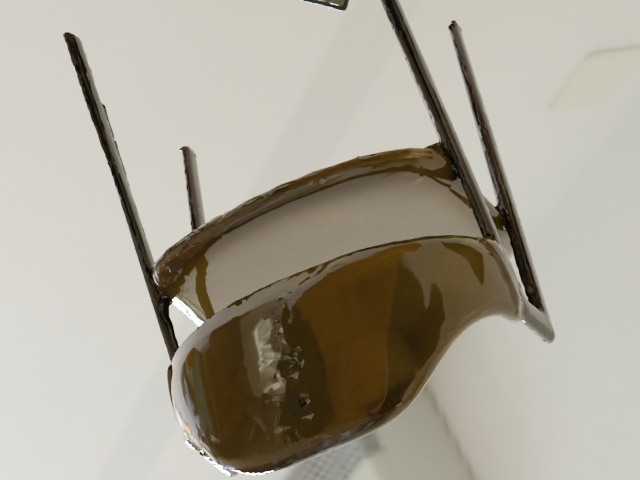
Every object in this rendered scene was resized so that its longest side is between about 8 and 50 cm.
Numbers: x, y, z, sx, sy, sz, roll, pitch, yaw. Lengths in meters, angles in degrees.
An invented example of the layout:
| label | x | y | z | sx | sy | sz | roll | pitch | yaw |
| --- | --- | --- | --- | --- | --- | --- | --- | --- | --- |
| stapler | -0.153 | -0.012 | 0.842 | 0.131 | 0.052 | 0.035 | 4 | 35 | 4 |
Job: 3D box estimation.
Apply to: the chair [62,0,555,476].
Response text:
| label | x | y | z | sx | sy | sz | roll | pitch | yaw |
| --- | --- | --- | --- | --- | --- | --- | --- | --- | --- |
| chair | 0.000 | 0.000 | 0.780 | 0.159 | 0.172 | 0.246 | -24 | -117 | 14 |

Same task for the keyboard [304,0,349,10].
| label | x | y | z | sx | sy | sz | roll | pitch | yaw |
| --- | --- | --- | --- | --- | --- | --- | --- | --- | --- |
| keyboard | -0.066 | -0.157 | 0.853 | 0.014 | 0.176 | 0.055 | -79 | -176 | -67 |
